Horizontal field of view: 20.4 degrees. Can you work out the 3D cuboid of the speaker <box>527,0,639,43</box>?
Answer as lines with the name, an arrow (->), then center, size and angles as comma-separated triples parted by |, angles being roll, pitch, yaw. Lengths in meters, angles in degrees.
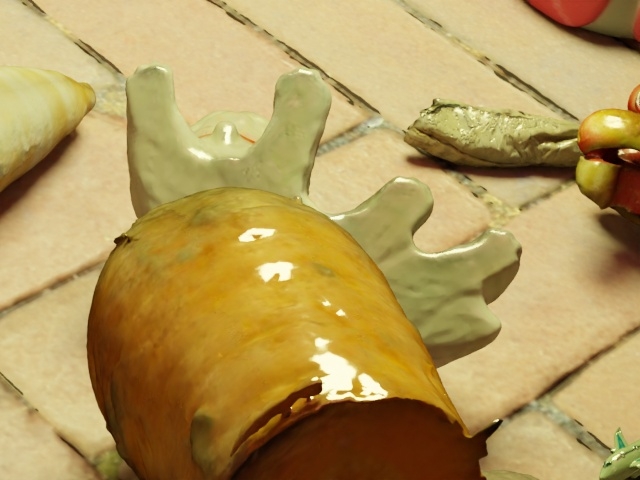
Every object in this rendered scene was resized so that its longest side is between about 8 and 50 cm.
speaker -> 0.330, -0.353, 1.934 | 0.294, 0.294, 0.294 | 8, 41, -7

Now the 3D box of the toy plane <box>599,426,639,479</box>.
toy plane -> 0.257, 0.174, 1.430 | 0.083, 0.033, 0.080 | -35, 23, -21

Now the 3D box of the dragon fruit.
dragon fruit -> 0.396, -0.080, 1.622 | 0.307, 0.243, 0.227 | 31, 0, -9

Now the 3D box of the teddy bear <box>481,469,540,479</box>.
teddy bear -> 0.091, 0.269, 1.187 | 0.236, 0.151, 0.267 | 28, 44, 12

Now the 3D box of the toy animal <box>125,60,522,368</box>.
toy animal -> 0.000, 0.000, 1.465 | 0.308, 0.188, 0.266 | -3, 74, -4

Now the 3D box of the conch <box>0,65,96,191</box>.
conch -> -0.291, -0.087, 1.520 | 0.158, 0.127, 0.255 | 2, 5, 38

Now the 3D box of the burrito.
burrito -> 0.190, -0.101, 1.704 | 0.230, 0.058, 0.063 | 1, 47, -12

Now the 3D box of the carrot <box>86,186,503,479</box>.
carrot -> -0.034, 0.102, 1.200 | 0.224, 0.224, 0.340 | -4, 28, -20
